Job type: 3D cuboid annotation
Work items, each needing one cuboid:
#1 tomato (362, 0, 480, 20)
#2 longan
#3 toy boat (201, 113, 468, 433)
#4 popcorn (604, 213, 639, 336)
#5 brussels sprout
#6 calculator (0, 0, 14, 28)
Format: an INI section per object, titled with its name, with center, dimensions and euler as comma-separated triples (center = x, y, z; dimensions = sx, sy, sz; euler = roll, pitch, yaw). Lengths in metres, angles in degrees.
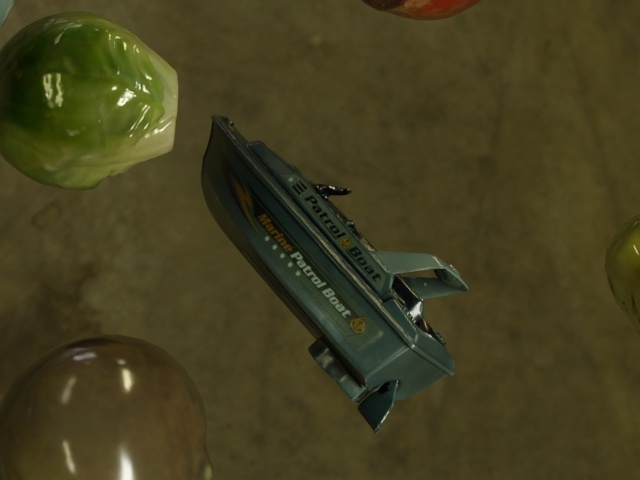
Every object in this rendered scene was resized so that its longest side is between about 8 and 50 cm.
[tomato]
center = 0.133, -0.325, 1.513
dimensions = 0.139, 0.200, 0.233
euler = 20, 17, -29
[longan]
center = -0.172, 0.167, 1.125
dimensions = 0.189, 0.189, 0.189
euler = 14, 58, -23
[toy boat]
center = 0.000, 0.000, 0.913
dimensions = 0.246, 0.103, 0.093
euler = 49, 5, 26
[popcorn]
center = 0.198, 0.065, 0.326
dimensions = 0.259, 0.259, 0.212
euler = 27, 25, -15
[brussels sprout]
center = -0.224, -0.135, 1.339
dimensions = 0.180, 0.144, 0.161
euler = -7, 56, -11
[calculator]
center = -0.227, -0.191, 0.716
dimensions = 0.184, 0.295, 0.042
euler = 38, 62, 4
